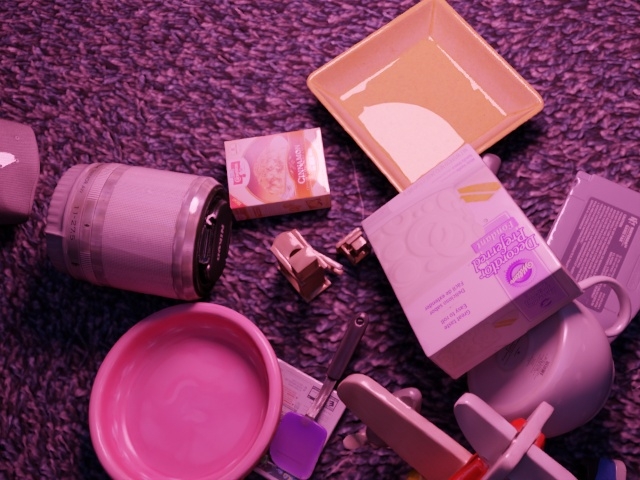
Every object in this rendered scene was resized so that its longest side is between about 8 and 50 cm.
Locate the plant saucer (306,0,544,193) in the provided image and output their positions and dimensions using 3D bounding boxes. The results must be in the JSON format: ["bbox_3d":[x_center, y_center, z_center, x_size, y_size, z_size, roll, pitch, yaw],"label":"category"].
[{"bbox_3d":[0.198,-0.268,1.459,0.333,0.081,0.332,-35,70,-9],"label":"plant saucer"}]

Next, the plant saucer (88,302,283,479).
[{"bbox_3d":[-0.217,0.271,1.256,0.332,0.084,0.332,-6,64,11],"label":"plant saucer"}]

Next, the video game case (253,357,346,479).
[{"bbox_3d":[-0.080,0.303,1.288,0.201,0.023,0.183,28,73,12],"label":"video game case"}]

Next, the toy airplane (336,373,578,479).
[{"bbox_3d":[0.221,0.374,1.108,0.385,0.272,0.385,-9,91,27],"label":"toy airplane"}]

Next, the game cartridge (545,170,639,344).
[{"bbox_3d":[0.494,0.035,1.338,0.196,0.060,0.294,25,73,16],"label":"game cartridge"}]

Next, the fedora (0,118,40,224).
[{"bbox_3d":[-0.595,-0.120,1.404,0.124,0.243,0.275,5,57,-25],"label":"fedora"}]

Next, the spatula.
[{"bbox_3d":[0.008,0.252,1.273,0.084,0.030,0.296,24,73,14],"label":"spatula"}]

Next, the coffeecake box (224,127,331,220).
[{"bbox_3d":[-0.081,-0.125,1.428,0.186,0.068,0.142,-9,70,1],"label":"coffeecake box"}]

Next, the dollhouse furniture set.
[{"bbox_3d":[0.000,0.000,1.313,0.161,0.182,0.101,-38,71,-10],"label":"dollhouse furniture set"}]

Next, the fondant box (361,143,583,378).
[{"bbox_3d":[0.231,0.023,1.227,0.238,0.096,0.330,-37,42,13],"label":"fondant box"}]

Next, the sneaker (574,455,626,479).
[{"bbox_3d":[0.435,0.418,1.189,0.085,0.058,0.152,10,66,1],"label":"sneaker"}]

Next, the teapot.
[{"bbox_3d":[0.376,0.206,1.206,0.187,0.256,0.252,27,45,-21],"label":"teapot"}]

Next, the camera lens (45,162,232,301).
[{"bbox_3d":[-0.306,-0.017,1.320,0.274,0.219,0.219,9,70,7],"label":"camera lens"}]

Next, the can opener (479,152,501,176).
[{"bbox_3d":[0.250,-0.038,1.369,0.093,0.074,0.280,25,72,13],"label":"can opener"}]
